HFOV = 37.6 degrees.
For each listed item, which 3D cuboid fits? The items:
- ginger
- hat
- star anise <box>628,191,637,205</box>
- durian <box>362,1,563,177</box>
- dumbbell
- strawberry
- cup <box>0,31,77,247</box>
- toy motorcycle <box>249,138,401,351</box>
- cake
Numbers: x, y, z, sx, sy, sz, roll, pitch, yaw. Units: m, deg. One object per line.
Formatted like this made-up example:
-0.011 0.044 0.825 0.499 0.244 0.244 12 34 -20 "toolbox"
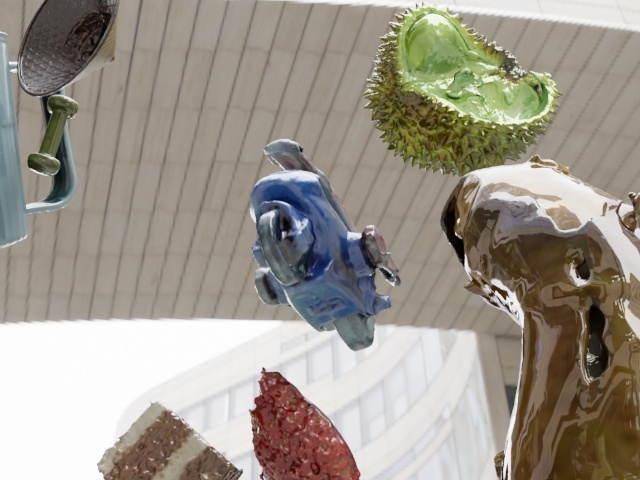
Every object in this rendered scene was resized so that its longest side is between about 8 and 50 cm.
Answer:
0.121 0.081 0.419 0.107 0.309 0.133 17 -41 -24 "ginger"
-0.300 -0.254 1.216 0.193 0.193 0.082 -28 -37 25 "hat"
0.580 -0.023 1.566 0.196 0.111 0.212 -21 -52 -40 "star anise"
0.171 -0.178 1.189 0.237 0.200 0.176 23 -19 -1 "durian"
-0.391 -0.154 1.376 0.046 0.117 0.052 18 -20 -15 "dumbbell"
-0.031 0.295 1.313 0.174 0.098 0.228 19 -42 42 "strawberry"
-0.560 -0.142 1.405 0.257 0.331 0.311 -2 -81 18 "cup"
-0.021 0.011 1.294 0.182 0.241 0.319 -41 -41 -1 "toy motorcycle"
-0.199 0.301 1.235 0.135 0.147 0.134 -45 -13 -13 "cake"
